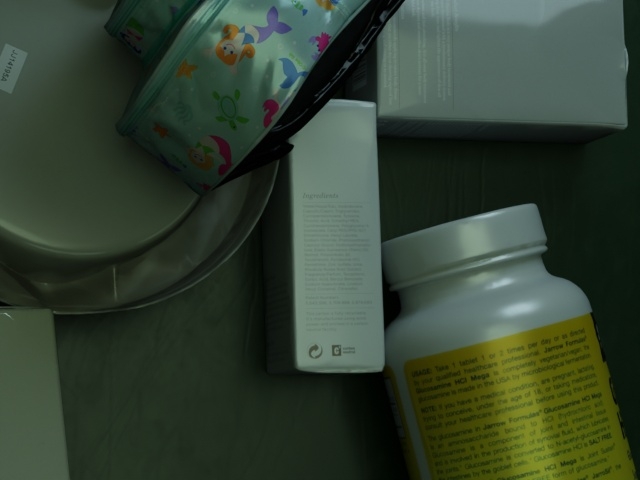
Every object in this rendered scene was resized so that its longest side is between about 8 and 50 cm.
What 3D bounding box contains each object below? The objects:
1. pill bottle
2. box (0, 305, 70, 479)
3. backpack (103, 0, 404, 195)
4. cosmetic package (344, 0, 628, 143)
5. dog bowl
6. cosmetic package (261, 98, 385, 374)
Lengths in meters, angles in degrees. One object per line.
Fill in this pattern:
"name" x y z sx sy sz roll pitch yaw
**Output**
"pill bottle" 0.158 0.146 1.565 0.188 0.188 0.333 -14 87 -15
"box" -0.273 0.217 1.432 0.121 0.148 0.311 2 71 -32
"backpack" -0.055 -0.167 1.418 0.191 0.225 0.253 35 64 -9
"cosmetic package" 0.149 -0.156 1.645 0.238 0.107 0.127 4 82 -17
"dog bowl" -0.212 -0.098 1.519 0.349 0.102 0.348 6 73 -20
"cosmetic package" 0.000 0.000 1.580 0.086 0.117 0.231 1 85 -15
